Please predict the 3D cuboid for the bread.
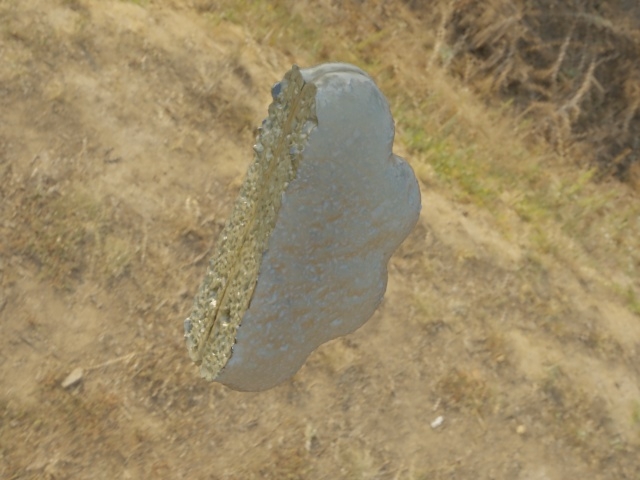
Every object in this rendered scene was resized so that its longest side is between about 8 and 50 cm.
[{"bbox_3d":[-0.004,-0.003,0.889,0.183,0.337,0.102,7,25,-38],"label":"bread"}]
